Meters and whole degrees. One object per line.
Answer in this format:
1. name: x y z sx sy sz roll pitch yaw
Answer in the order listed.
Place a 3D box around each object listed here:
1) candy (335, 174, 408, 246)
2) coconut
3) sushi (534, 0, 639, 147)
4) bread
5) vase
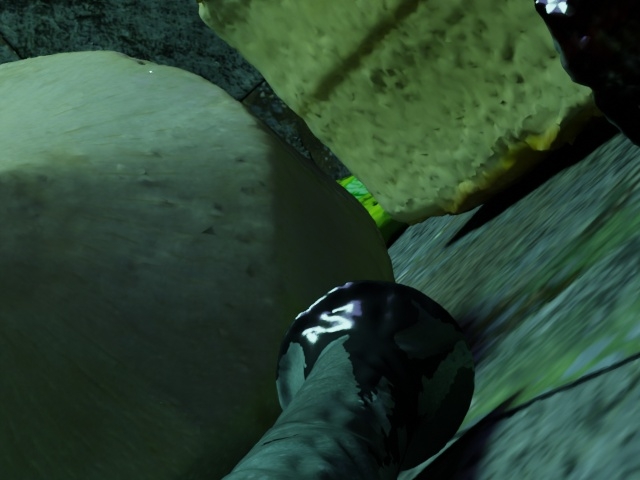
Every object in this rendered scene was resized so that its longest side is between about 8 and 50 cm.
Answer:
1. candy: 0.000 0.000 1.257 0.149 0.069 0.246 -43 2 -36
2. coconut: -0.087 0.029 0.585 0.237 0.236 0.197 141 143 -65
3. sushi: 0.100 -0.067 0.370 0.084 0.098 0.094 -46 6 38
4. bread: 0.116 -0.182 0.803 0.279 0.207 0.279 -47 2 -29
5. vase: -0.001 0.059 0.373 0.059 0.059 0.167 -43 2 20
